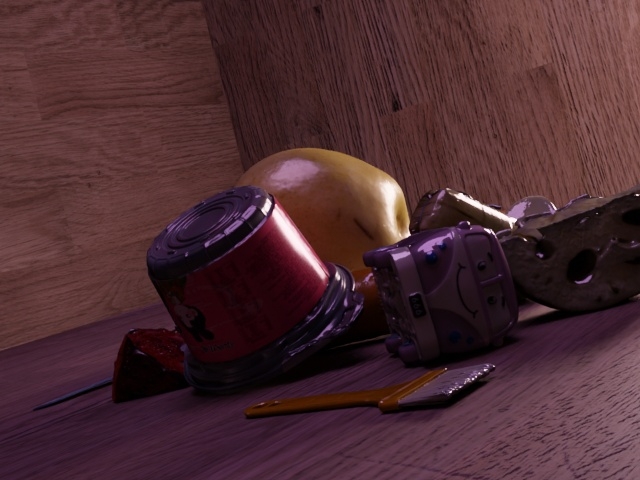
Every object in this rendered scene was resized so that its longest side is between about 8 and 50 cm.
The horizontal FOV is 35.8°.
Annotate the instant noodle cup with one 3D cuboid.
[{"bbox_3d":[-0.106,0.045,1.273,0.302,0.181,0.258,-17,25,30],"label":"instant noodle cup"}]

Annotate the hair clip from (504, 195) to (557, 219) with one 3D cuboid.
[{"bbox_3d":[0.338,0.015,1.639,0.172,0.113,0.282,-13,15,27],"label":"hair clip"}]

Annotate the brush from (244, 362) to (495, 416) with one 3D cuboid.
[{"bbox_3d":[0.031,0.153,0.967,0.272,0.013,0.103,-14,1,36],"label":"brush"}]

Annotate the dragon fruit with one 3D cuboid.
[{"bbox_3d":[-0.220,0.160,1.443,0.122,0.092,0.192,-13,2,24],"label":"dragon fruit"}]

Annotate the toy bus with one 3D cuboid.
[{"bbox_3d":[0.137,0.056,1.143,0.142,0.142,0.202,-15,1,-5],"label":"toy bus"}]

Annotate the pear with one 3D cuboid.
[{"bbox_3d":[0.000,0.000,1.548,0.309,0.309,0.309,-14,2,0],"label":"pear"}]

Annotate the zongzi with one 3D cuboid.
[{"bbox_3d":[0.201,0.014,1.438,0.228,0.115,0.256,24,-15,-15],"label":"zongzi"}]

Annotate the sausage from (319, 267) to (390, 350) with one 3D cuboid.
[{"bbox_3d":[0.072,0.086,1.355,0.270,0.109,0.109,-14,2,23],"label":"sausage"}]

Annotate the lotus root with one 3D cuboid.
[{"bbox_3d":[0.321,0.012,1.206,0.235,0.138,0.119,-14,-4,0],"label":"lotus root"}]

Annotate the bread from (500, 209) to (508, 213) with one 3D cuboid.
[{"bbox_3d":[0.358,-0.004,1.935,0.140,0.106,0.236,-12,2,-18],"label":"bread"}]

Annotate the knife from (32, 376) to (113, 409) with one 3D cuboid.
[{"bbox_3d":[-0.340,0.225,1.632,0.044,0.019,0.313,-23,-4,39],"label":"knife"}]
